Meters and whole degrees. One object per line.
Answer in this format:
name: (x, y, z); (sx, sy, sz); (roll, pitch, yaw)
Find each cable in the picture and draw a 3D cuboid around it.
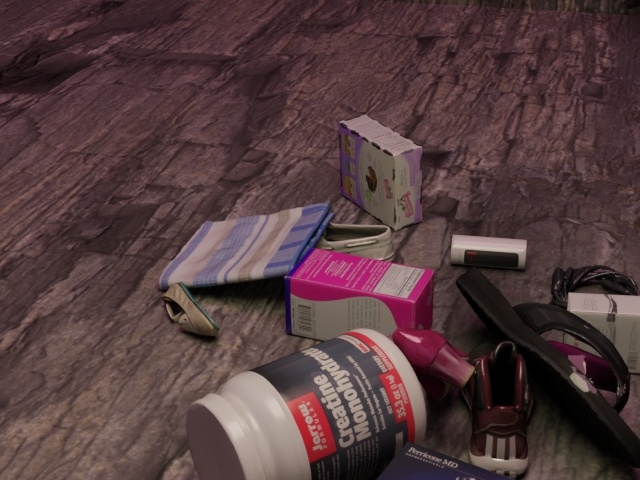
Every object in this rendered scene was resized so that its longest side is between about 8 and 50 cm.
cable: (0.462, 0.099, 1.790); (0.150, 0.047, 0.184); (9, 28, 9)

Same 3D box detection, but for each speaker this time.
speaker: (0.302, 0.020, 1.919); (0.136, 0.055, 0.055); (5, 29, 10)

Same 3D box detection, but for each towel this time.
towel: (-0.133, 0.011, 1.878); (0.285, 0.034, 0.209); (-7, 29, 29)

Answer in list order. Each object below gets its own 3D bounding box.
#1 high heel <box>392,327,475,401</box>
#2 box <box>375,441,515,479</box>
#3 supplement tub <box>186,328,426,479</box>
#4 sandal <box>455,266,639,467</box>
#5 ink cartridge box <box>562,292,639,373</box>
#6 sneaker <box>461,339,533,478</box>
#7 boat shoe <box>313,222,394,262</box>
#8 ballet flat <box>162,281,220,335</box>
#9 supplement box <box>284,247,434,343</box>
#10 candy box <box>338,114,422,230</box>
high heel: (0.146, 0.168, 1.508); (0.117, 0.082, 0.244); (34, -2, 5)
box: (0.122, 0.356, 1.261); (0.153, 0.108, 0.207); (14, 33, 27)
supplement tub: (-0.016, 0.241, 1.388); (0.272, 0.191, 0.191); (-19, 33, -29)
sandal: (0.341, 0.150, 1.535); (0.107, 0.167, 0.446); (-37, 37, -1)
ink cartridge box: (0.449, 0.142, 1.634); (0.150, 0.109, 0.063); (3, 30, 8)
sneaker: (0.257, 0.188, 1.502); (0.106, 0.163, 0.281); (0, 29, 3)
boat shoe: (0.000, 0.000, 1.934); (0.267, 0.088, 0.096); (7, 30, 14)
ballet flat: (-0.218, 0.125, 1.770); (0.052, 0.057, 0.168); (-39, 34, -8)
supplement box: (0.064, 0.100, 1.725); (0.220, 0.111, 0.114); (11, 31, 21)
candy box: (0.117, -0.135, 2.096); (0.070, 0.165, 0.196); (-19, 34, -26)
